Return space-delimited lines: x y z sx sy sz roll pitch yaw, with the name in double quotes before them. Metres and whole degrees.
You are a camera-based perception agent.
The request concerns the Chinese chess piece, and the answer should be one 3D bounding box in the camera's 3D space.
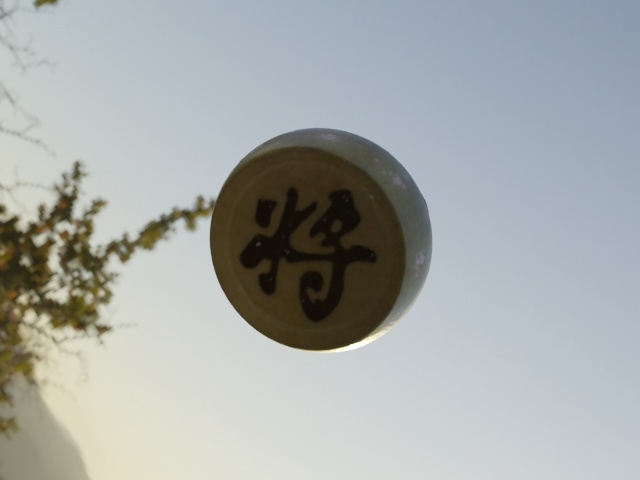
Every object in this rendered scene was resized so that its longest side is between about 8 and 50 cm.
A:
"Chinese chess piece" 0.000 0.000 1.372 0.257 0.257 0.104 57 24 0
